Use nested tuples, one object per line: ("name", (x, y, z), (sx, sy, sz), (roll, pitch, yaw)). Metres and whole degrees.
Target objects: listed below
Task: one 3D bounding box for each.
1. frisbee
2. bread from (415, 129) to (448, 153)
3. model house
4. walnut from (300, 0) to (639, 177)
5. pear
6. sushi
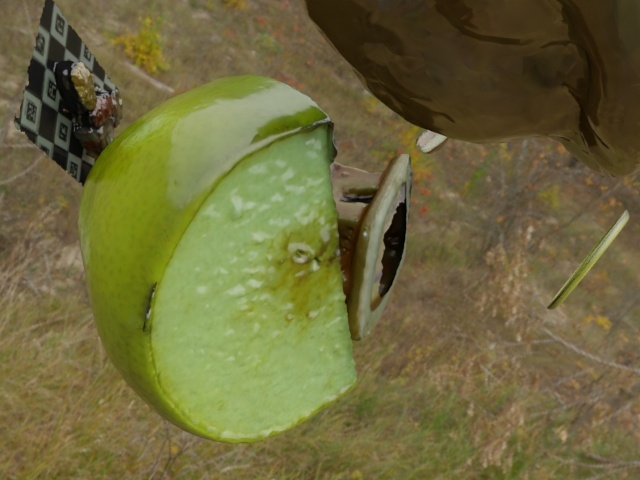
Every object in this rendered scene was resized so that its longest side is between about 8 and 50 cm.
("frisbee", (0.507, 0.041, 1.315), (0.017, 0.236, 0.236), (39, 23, 16))
("bread", (0.231, -0.208, 1.396), (0.043, 0.062, 0.109), (47, 28, 8))
("model house", (-0.005, 0.002, 1.014), (0.239, 0.173, 0.268), (9, 42, 22))
("walnut", (0.151, -0.232, 0.440), (0.383, 0.383, 0.383), (28, 24, -14))
("pear", (-0.128, 0.001, 0.689), (0.238, 0.342, 0.318), (-25, 40, -22))
("sushi", (-0.233, -0.134, 0.699), (0.031, 0.139, 0.201), (4, -15, 5))
